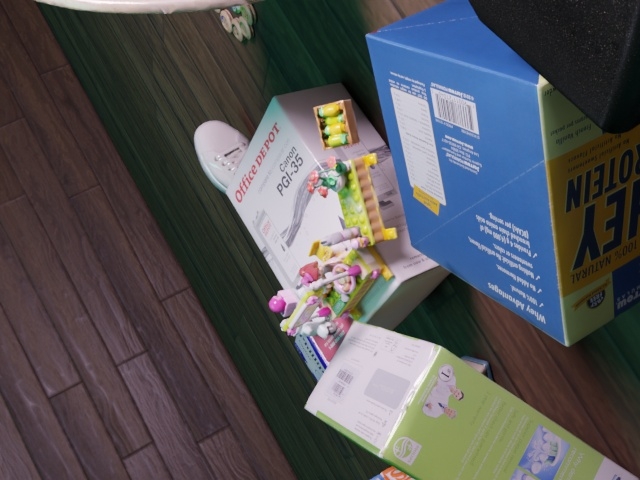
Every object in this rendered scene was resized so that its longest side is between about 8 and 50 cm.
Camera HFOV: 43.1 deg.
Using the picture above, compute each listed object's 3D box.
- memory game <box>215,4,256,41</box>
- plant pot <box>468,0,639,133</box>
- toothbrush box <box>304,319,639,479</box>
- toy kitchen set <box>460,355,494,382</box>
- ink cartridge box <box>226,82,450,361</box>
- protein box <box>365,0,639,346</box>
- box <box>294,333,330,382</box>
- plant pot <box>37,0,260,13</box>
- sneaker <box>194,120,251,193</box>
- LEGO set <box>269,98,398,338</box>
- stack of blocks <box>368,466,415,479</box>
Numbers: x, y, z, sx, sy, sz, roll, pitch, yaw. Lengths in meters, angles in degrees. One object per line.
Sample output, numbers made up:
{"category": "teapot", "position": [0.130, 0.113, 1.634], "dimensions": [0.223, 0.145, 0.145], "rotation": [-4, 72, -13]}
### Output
{"category": "memory game", "position": [-0.146, -0.388, 1.220], "dimensions": [0.186, 0.012, 0.186], "rotation": [53, 160, 29]}
{"category": "plant pot", "position": [0.164, -0.168, 0.410], "dimensions": [0.187, 0.188, 0.167], "rotation": [52, 170, 30]}
{"category": "toothbrush box", "position": [0.154, 0.214, 0.863], "dimensions": [0.283, 0.122, 0.206], "rotation": [33, 170, -19]}
{"category": "toy kitchen set", "position": [0.162, 0.215, 1.115], "dimensions": [0.207, 0.122, 0.166], "rotation": [6, 124, 45]}
{"category": "ink cartridge box", "position": [0.017, -0.023, 1.024], "dimensions": [0.283, 0.117, 0.207], "rotation": [57, 142, 19]}
{"category": "protein box", "position": [0.159, -0.070, 0.616], "dimensions": [0.200, 0.136, 0.201], "rotation": [37, 149, 54]}
{"category": "box", "position": [0.014, 0.209, 1.530], "dimensions": [0.126, 0.072, 0.137], "rotation": [56, 161, 19]}
{"category": "plant pot", "position": [-0.160, -0.420, 0.782], "dimensions": [0.334, 0.334, 0.305], "rotation": [43, 143, 47]}
{"category": "sneaker", "position": [-0.106, -0.108, 1.391], "dimensions": [0.290, 0.106, 0.123], "rotation": [51, 154, 7]}
{"category": "LEGO set", "position": [0.000, 0.000, 0.867], "dimensions": [0.132, 0.107, 0.287], "rotation": [36, 130, 36]}
{"category": "stack of blocks", "position": [0.119, 0.420, 1.165], "dimensions": [0.171, 0.297, 0.087], "rotation": [31, 142, 58]}
